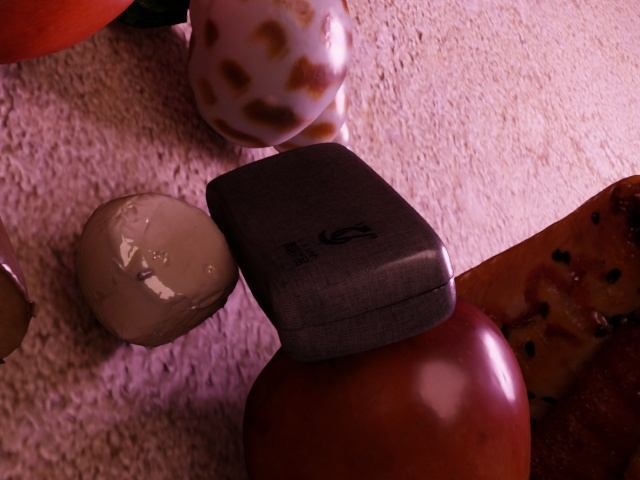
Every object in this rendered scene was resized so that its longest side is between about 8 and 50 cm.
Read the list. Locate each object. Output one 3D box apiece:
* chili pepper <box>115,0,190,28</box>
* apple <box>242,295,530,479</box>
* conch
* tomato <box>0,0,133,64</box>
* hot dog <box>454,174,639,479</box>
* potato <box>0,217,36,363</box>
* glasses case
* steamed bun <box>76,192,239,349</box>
[{"bbox_3d":[-0.149,-0.229,1.365,0.073,0.050,0.182,52,29,6],"label":"chili pepper"},{"bbox_3d":[0.060,0.153,1.148,0.230,0.230,0.230,34,38,-32],"label":"apple"},{"bbox_3d":[-0.044,-0.173,1.341,0.183,0.148,0.275,-80,166,-57],"label":"conch"},{"bbox_3d":[-0.248,-0.301,1.084,0.341,0.273,0.341,33,39,-32],"label":"tomato"},{"bbox_3d":[0.337,0.118,1.409,0.367,0.365,0.196,57,33,3],"label":"hot dog"},{"bbox_3d":[-0.271,-0.036,0.985,0.243,0.098,0.138,34,36,-33],"label":"potato"},{"bbox_3d":[0.000,0.000,1.159,0.323,0.131,0.074,-128,-158,-68],"label":"glasses case"},{"bbox_3d":[-0.130,0.022,1.123,0.112,0.091,0.130,55,34,6],"label":"steamed bun"}]
